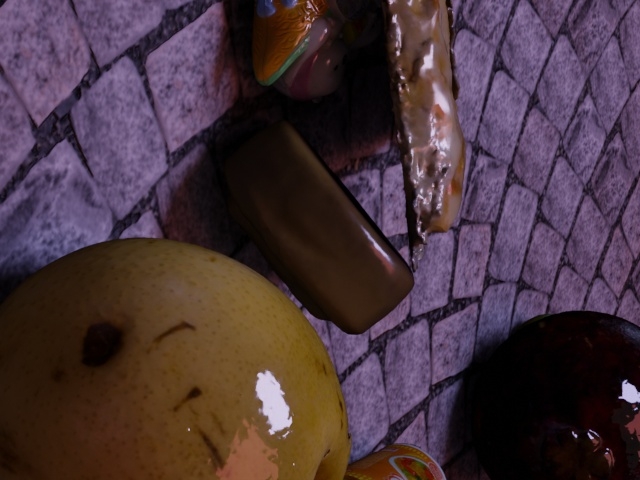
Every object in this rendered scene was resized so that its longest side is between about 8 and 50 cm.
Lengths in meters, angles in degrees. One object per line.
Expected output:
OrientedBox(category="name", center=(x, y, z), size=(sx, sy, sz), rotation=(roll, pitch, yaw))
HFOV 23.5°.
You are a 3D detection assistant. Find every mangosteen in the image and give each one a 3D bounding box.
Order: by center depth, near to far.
OrientedBox(category="mangosteen", center=(0.370, 0.234, 2.163), size=(0.359, 0.306, 0.306), rotation=(-53, 144, -66))

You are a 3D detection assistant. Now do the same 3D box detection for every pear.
OrientedBox(category="pear", center=(-0.140, 0.169, 1.344), size=(0.348, 0.348, 0.348), rotation=(-24, 120, -51))

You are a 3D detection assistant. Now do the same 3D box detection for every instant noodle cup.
OrientedBox(category="instant noodle cup", center=(0.070, 0.328, 1.866), size=(0.185, 0.168, 0.168), rotation=(-26, 122, -60))

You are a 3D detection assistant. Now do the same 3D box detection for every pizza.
OrientedBox(category="pizza", center=(0.109, -0.227, 1.643), size=(0.435, 0.080, 0.392), rotation=(-86, 170, -64))

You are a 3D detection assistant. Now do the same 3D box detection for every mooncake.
OrientedBox(category="mooncake", center=(0.000, 0.000, 1.585), size=(0.117, 0.235, 0.235), rotation=(-36, 141, 3))

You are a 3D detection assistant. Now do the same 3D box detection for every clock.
OrientedBox(category="clock", center=(-0.002, -0.234, 1.608), size=(0.231, 0.103, 0.144), rotation=(-52, 131, -36))
